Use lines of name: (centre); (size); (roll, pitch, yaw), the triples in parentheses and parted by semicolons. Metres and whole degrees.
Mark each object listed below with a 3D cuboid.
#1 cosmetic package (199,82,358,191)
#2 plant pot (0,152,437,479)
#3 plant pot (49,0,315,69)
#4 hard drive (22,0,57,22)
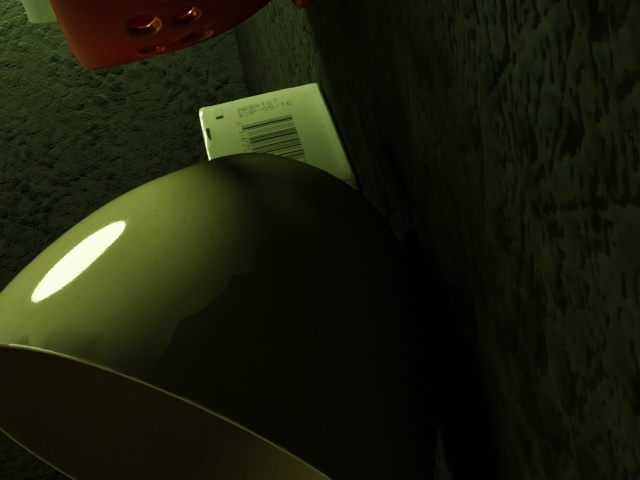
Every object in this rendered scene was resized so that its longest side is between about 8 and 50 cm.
cosmetic package: (-0.019, 0.035, 1.012); (0.160, 0.113, 0.309); (-108, 6, -49)
plant pot: (-0.046, 0.060, 0.682); (0.284, 0.284, 0.191); (83, -152, -59)
plant pot: (-0.090, -0.218, 0.708); (0.191, 0.174, 0.191); (166, 90, -86)
hard drive: (-0.159, -0.342, 0.855); (0.353, 0.233, 0.047); (81, 176, -45)
